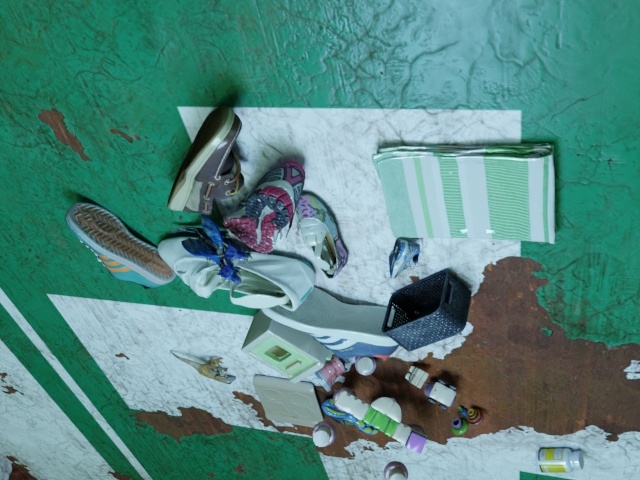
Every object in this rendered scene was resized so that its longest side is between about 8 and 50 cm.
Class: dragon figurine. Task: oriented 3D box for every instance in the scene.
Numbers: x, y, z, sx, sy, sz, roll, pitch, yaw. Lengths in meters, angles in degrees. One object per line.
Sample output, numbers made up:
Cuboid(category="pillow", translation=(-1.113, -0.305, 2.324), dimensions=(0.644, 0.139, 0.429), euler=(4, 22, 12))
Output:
Cuboid(category="dragon figurine", translation=(-0.241, 0.004, 1.604), dimensions=(0.289, 0.085, 0.144), euler=(36, 177, 30))

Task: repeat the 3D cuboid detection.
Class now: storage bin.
Cuboid(category="storage bin", translation=(0.233, 0.157, 1.622), dimensions=(0.084, 0.122, 0.180), euler=(38, 138, -21))

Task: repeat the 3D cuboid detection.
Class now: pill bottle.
Cuboid(category="pill bottle", translation=(0.655, 0.602, 2.013), dimensions=(0.116, 0.065, 0.065), euler=(-12, 132, 34))

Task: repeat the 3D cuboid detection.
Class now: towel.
Cuboid(category="towel", translation=(0.275, -0.083, 1.393), dimensions=(0.325, 0.038, 0.247), euler=(1, 139, 21))

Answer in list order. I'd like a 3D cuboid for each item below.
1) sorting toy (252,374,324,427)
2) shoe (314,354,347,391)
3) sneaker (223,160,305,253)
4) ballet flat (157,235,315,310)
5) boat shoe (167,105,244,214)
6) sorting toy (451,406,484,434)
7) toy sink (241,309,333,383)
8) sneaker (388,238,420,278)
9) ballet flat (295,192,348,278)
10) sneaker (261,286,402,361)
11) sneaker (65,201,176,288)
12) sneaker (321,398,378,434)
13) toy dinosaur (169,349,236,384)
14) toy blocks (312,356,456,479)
Cuboid(category="sorting toy", translation=(-0.093, 0.479, 2.210), dimensions=(0.193, 0.038, 0.208), euler=(5, 134, 17))
Cuboid(category="shoe", translation=(0.032, 0.357, 1.987), dimensions=(0.063, 0.081, 0.178), euler=(56, 176, 17))
Cuboid(category="sneaker", translation=(-0.108, -0.061, 1.531), dimensions=(0.121, 0.112, 0.299), euler=(36, 152, -11))
Cuboid(category="ballet flat", translation=(-0.214, 0.082, 1.716), dimensions=(0.401, 0.139, 0.139), euler=(10, 140, 12))
Cuboid(category="boat shoe", translation=(-0.206, -0.143, 1.469), dimensions=(0.123, 0.123, 0.342), euler=(22, 145, -16))
Cuboid(category="sorting toy", translation=(0.389, 0.477, 1.983), dimensions=(0.102, 0.061, 0.042), euler=(-33, 120, 19))
Cuboid(category="toy sink", translation=(-0.055, 0.265, 1.862), dimensions=(0.234, 0.131, 0.153), euler=(33, 140, -17))
Cuboid(category="sneaker", translation=(0.180, 0.044, 1.569), dimensions=(0.058, 0.052, 0.135), euler=(2, 153, -7))
Cuboid(category="ballet flat", translation=(0.000, 0.000, 1.571), dimensions=(0.077, 0.079, 0.221), euler=(-2, 136, 26))
Cuboid(category="sneaker", translation=(0.021, 0.214, 1.770), dimensions=(0.350, 0.131, 0.148), euler=(16, 137, 4))
Cuboid(category="sneaker", translation=(-0.503, 0.029, 1.790), dimensions=(0.302, 0.108, 0.121), euler=(40, 133, -25))
Cuboid(category="sneaker", translation=(0.089, 0.512, 2.158), dimensions=(0.188, 0.067, 0.078), euler=(24, 162, -8))
Cuboid(category="toy dinosaur", translation=(-0.345, 0.378, 2.170), dimensions=(0.212, 0.064, 0.112), euler=(31, 141, -14))
Cuboid(category="toy blocks", translation=(0.167, 0.463, 1.978), dimensions=(0.289, 0.308, 0.260), euler=(28, 175, 8))
